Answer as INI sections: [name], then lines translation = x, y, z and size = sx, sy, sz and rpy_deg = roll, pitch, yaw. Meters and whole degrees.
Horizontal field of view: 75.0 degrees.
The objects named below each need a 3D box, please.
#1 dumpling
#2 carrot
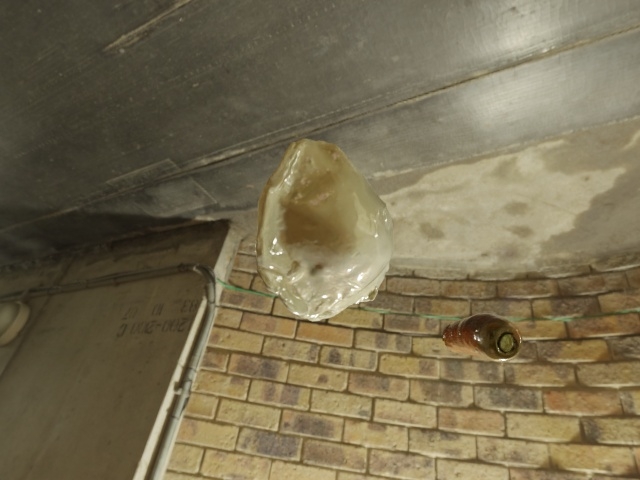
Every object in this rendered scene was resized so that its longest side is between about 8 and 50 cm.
[dumpling]
translation = 0.000, 0.000, 0.535
size = 0.147, 0.193, 0.258
rpy_deg = 20, 138, 50
[carrot]
translation = 0.299, 0.178, 0.785
size = 0.087, 0.087, 0.193
rpy_deg = 14, 171, -6
